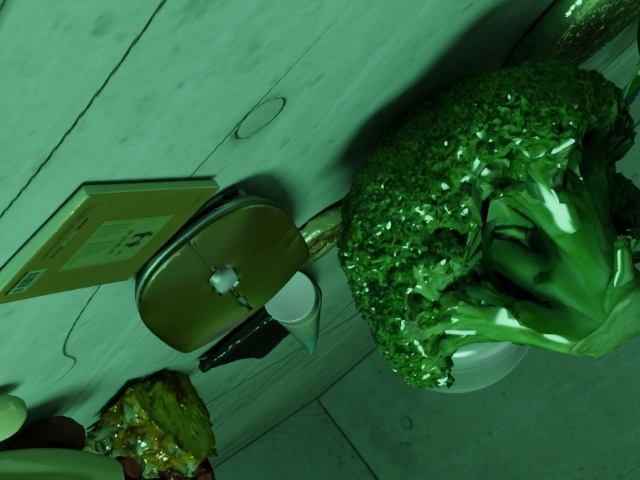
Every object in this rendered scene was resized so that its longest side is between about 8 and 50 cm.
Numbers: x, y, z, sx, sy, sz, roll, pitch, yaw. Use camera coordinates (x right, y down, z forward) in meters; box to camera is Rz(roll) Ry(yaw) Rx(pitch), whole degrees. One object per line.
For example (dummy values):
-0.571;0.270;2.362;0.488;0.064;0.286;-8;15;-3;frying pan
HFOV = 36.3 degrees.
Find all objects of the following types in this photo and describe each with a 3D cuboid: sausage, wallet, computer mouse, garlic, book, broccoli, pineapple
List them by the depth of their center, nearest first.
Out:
-0.153;-0.001;0.699;0.118;0.012;0.172;-42;169;20;book
-0.297;0.161;0.850;0.083;0.041;0.053;-26;180;-16;garlic
-0.088;0.038;0.934;0.158;0.072;0.310;-39;169;-5;computer mouse
0.179;-0.011;0.978;0.321;0.309;0.413;-12;147;9;broccoli
-0.301;0.228;1.068;0.094;0.059;0.054;-36;-147;1;sausage
-0.231;0.273;1.301;0.164;0.139;0.250;-36;173;-3;pineapple
-0.087;0.142;1.502;0.146;0.030;0.285;-43;170;9;wallet

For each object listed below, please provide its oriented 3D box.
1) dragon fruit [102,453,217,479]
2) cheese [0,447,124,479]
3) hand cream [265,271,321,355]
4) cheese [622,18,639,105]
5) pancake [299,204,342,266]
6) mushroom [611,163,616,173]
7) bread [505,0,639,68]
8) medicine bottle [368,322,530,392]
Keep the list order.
-0.272;0.386;1.473;0.234;0.233;0.293;-34;-179;-22;dragon fruit
-0.325;0.315;0.999;0.233;0.127;0.266;7;136;-42;cheese
-0.020;0.101;1.382;0.070;0.111;0.312;3;171;8;hand cream
0.486;-0.283;1.346;0.204;0.083;0.320;-37;160;-33;cheese
-0.001;-0.001;1.179;0.152;0.025;0.151;-36;168;-9;pancake
0.385;-0.107;1.493;0.212;0.217;0.292;-47;166;23;mushroom
0.317;-0.257;1.103;0.267;0.040;0.267;-36;169;-8;bread
0.180;0.056;1.355;0.256;0.256;0.325;-37;155;-7;medicine bottle
